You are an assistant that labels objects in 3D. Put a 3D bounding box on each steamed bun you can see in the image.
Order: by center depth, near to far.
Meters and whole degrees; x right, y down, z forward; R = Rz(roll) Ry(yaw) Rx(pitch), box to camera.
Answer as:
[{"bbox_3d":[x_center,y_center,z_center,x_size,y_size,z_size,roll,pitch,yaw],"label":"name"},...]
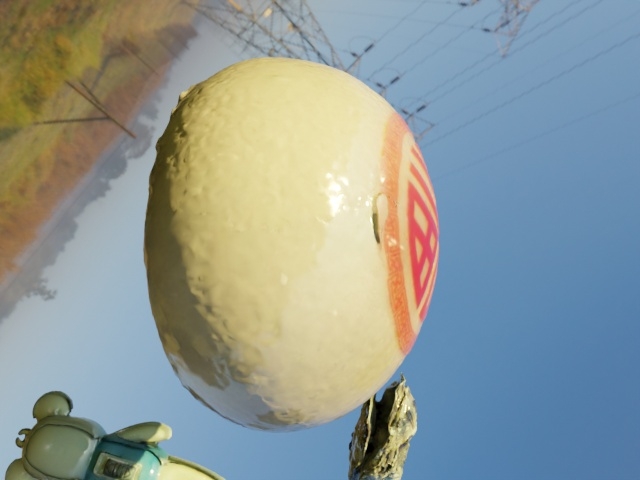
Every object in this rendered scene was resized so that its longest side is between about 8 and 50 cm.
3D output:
[{"bbox_3d":[0.000,0.000,0.461,0.177,0.283,0.283,-3,-140,16],"label":"steamed bun"}]

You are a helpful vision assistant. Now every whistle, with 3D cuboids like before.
[{"bbox_3d":[-0.218,0.245,0.655,0.077,0.236,0.114,98,8,-68],"label":"whistle"}]

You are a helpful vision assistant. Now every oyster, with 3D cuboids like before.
[{"bbox_3d":[0.130,0.437,1.294,0.158,0.350,0.162,11,-160,33],"label":"oyster"}]
